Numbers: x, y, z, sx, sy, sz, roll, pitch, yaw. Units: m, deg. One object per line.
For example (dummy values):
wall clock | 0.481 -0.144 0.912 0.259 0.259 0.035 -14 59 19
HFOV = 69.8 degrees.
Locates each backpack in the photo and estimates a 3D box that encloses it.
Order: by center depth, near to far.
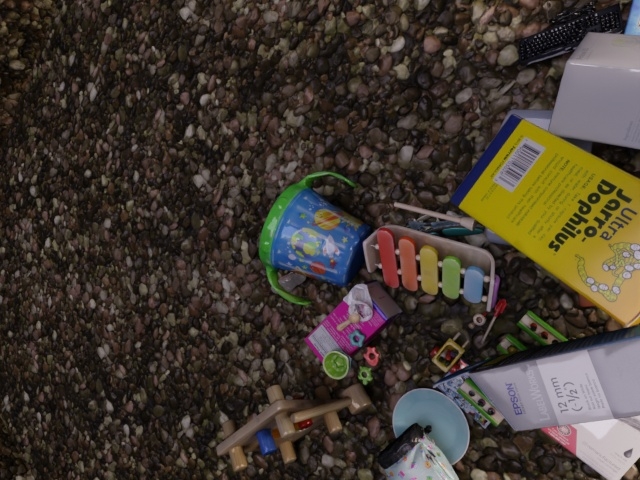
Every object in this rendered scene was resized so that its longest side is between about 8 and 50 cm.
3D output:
backpack | 0.232 0.537 1.051 0.152 0.115 0.182 -47 72 19

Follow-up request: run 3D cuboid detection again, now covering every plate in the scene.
plate | 0.266 0.450 1.110 0.188 0.024 0.188 0 89 30

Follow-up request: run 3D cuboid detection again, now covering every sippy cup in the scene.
sippy cup | 0.000 0.000 1.160 0.224 0.240 0.305 23 131 17

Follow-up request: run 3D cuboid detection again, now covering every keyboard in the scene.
keyboard | 0.507 -0.438 0.948 0.192 0.038 0.100 -10 66 34

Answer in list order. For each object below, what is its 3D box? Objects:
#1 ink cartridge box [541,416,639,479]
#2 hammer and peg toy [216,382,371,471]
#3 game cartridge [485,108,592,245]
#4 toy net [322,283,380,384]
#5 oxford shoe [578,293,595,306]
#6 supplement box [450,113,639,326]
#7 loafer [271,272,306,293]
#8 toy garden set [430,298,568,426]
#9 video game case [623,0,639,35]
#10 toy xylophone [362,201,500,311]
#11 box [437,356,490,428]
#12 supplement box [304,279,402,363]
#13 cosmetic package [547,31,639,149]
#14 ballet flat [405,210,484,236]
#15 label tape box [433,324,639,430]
ink cartridge box | 0.567 0.330 0.901 0.158 0.092 0.218 36 105 25
hammer and peg toy | -0.067 0.446 1.165 0.361 0.266 0.127 -43 52 24
game cartridge | 0.459 -0.130 0.985 0.198 0.062 0.297 10 95 25
toy net | 0.084 0.219 1.073 0.122 0.045 0.232 15 99 27
oxford shoe | 0.660 0.033 0.832 0.363 0.130 0.133 -14 77 29
supplement box | 0.452 -0.038 0.814 0.356 0.194 0.195 45 111 34
loafer | -0.086 0.114 1.306 0.125 0.039 0.045 -28 110 30
toy garden set | 0.382 0.249 1.009 0.204 0.049 0.244 41 100 23
video game case | 0.719 -0.477 0.832 0.244 0.061 0.270 15 97 30
toy xylophone | 0.245 0.034 1.033 0.322 0.236 0.081 11 51 35
box | 0.352 0.348 1.058 0.137 0.027 0.094 40 108 24
supplement box | 0.082 0.216 1.164 0.220 0.111 0.114 -47 71 22
cosmetic package | 0.557 -0.270 0.812 0.224 0.224 0.138 18 132 28
ballet flat | 0.286 -0.038 1.079 0.188 0.070 0.070 -7 86 26
label tape box | 0.411 0.243 0.801 0.347 0.249 0.115 -26 71 31
